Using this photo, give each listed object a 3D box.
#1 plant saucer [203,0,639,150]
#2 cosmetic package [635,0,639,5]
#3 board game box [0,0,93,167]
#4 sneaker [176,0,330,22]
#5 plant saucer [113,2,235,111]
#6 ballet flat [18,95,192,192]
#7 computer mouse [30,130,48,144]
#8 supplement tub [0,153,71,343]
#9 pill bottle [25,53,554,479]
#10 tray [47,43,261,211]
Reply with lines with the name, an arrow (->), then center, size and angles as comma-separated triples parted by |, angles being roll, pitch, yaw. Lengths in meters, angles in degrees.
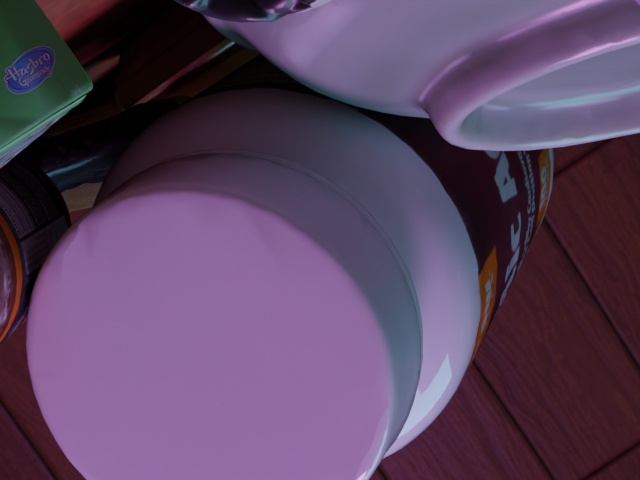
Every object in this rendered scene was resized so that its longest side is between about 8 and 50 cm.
plant saucer -> 0.146, -0.116, 0.692 | 0.400, 0.101, 0.400 | -12, 171, -2
cosmetic package -> 0.267, -0.167, 0.404 | 0.385, 0.217, 0.156 | -36, 153, -10
board game box -> -0.237, 0.042, 0.479 | 0.317, 0.046, 0.213 | -38, -173, -32
sneaker -> 0.063, -0.122, 0.278 | 0.234, 0.078, 0.106 | -25, -167, 37
plant saucer -> -0.056, -0.153, 1.007 | 0.200, 0.037, 0.200 | -34, -173, 5
ballet flat -> -0.150, -0.059, 0.946 | 0.173, 0.049, 0.057 | -23, 157, -27
computer mouse -> -0.282, 0.010, 1.052 | 0.184, 0.060, 0.262 | -33, -174, 23
supplement tub -> -0.192, 0.011, 0.767 | 0.106, 0.106, 0.198 | -33, -174, 7
pill bottle -> 0.000, 0.000, 0.904 | 0.224, 0.224, 0.392 | -31, -173, 25
tray -> -0.029, -0.164, 1.271 | 0.203, 0.076, 0.411 | -8, -157, 49
